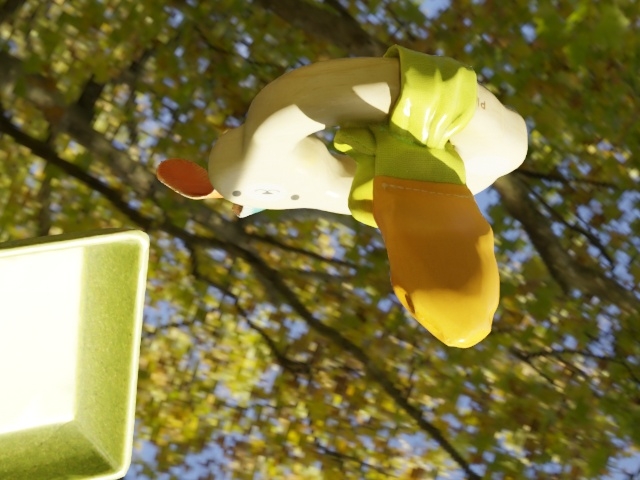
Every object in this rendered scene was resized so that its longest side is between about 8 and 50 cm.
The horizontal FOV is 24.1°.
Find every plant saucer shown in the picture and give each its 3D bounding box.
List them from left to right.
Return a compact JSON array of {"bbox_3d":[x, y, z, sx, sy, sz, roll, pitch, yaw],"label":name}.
[{"bbox_3d":[-0.200,0.071,0.859,0.045,0.188,0.188,53,-37,46],"label":"plant saucer"}]

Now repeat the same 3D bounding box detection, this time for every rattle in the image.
[{"bbox_3d":[0.000,0.000,0.713,0.199,0.130,0.143,-17,-103,32],"label":"rattle"}]
